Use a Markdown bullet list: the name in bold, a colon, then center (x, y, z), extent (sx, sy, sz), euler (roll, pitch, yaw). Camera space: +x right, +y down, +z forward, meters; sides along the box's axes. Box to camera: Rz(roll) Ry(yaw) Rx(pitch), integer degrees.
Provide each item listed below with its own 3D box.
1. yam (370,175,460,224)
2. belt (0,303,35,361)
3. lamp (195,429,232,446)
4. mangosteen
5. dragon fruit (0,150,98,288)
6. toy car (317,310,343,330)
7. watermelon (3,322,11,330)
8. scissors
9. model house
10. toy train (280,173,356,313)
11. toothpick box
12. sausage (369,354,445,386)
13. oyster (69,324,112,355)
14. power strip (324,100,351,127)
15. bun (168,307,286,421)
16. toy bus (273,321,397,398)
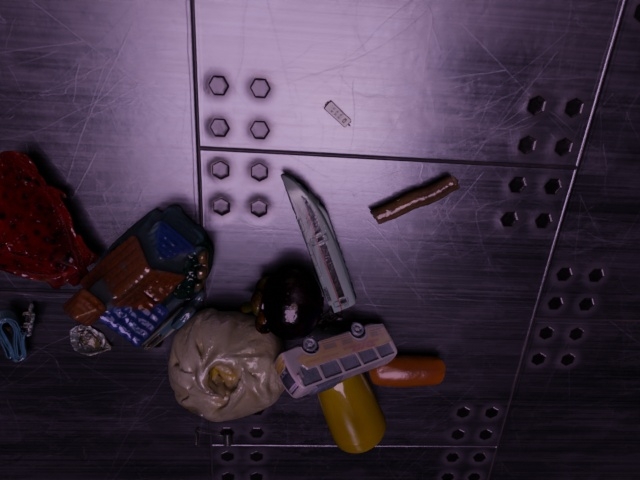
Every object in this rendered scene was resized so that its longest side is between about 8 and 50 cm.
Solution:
- **yam**: center (0.249, -0.108, 1.152), extent (0.241, 0.057, 0.056), euler (-23, 111, 8)
- **belt**: center (-0.858, 0.267, 1.234), extent (0.100, 0.065, 0.179), euler (-12, 133, -33)
- **lamp**: center (-0.352, 0.650, 1.438), extent (0.121, 0.041, 0.054), euler (1, 104, -7)
- **mangosteen**: center (-0.106, 0.170, 1.175), extent (0.231, 0.194, 0.194), euler (4, 112, 1)
- **dragon fruit**: center (-0.747, -0.030, 1.114), extent (0.286, 0.227, 0.329), euler (-22, 138, 39)
- **toy car**: center (0.028, 0.233, 1.290), extent (0.093, 0.025, 0.041), euler (-39, 111, 16)
- **watermelon**: center (-0.972, 0.248, 1.237), extent (0.163, 0.087, 0.069), euler (-24, 74, 4)
- **scissors**: center (-0.427, 0.241, 1.235), extent (0.041, 0.138, 0.289), euler (40, 119, -16)
- **model house**: center (-0.433, 0.110, 1.056), extent (0.295, 0.329, 0.251), euler (-37, 106, 13)
- **toy train**: center (0.000, 0.000, 1.161), extent (0.088, 0.086, 0.406), euler (-20, 112, 0)
- **toothpick box**: center (0.082, 0.486, 1.320), extent (0.175, 0.175, 0.271), euler (-19, 109, 5)
- **sausage**: center (0.264, 0.403, 1.339), extent (0.238, 0.098, 0.098), euler (0, 112, -5)
- **oyster**: center (-0.679, 0.289, 1.278), extent (0.098, 0.037, 0.100), euler (-17, 92, -16)
- **power strip**: center (0.045, -0.312, 1.075), extent (0.083, 0.017, 0.027), euler (39, 107, -15)
- **bun**: center (-0.262, 0.377, 1.232), extent (0.365, 0.219, 0.365), euler (0, 113, 0)
- **toy bus**: center (0.046, 0.325, 1.207), extent (0.343, 0.138, 0.097), euler (-11, 148, -32)
